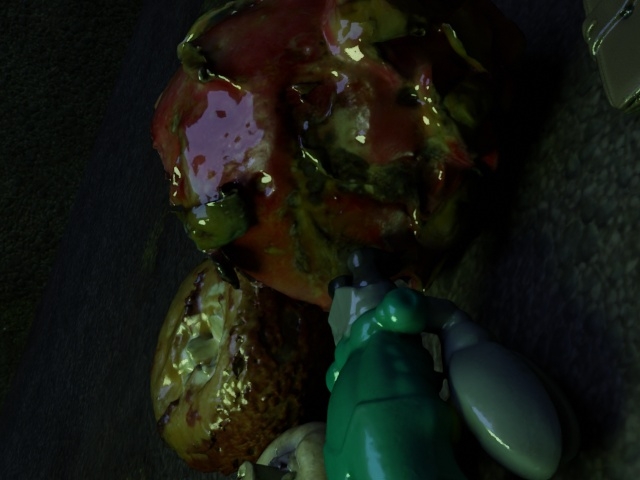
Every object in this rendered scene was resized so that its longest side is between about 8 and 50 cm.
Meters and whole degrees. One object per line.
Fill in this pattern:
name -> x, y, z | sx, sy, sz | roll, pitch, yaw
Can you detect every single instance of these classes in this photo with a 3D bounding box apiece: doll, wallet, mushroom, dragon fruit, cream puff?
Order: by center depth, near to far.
doll -> 0.079, 0.118, 0.707 | 0.195, 0.153, 0.258 | 145, 132, -61
wallet -> 0.242, -0.172, 0.741 | 0.118, 0.039, 0.152 | -44, 34, 40
mushroom -> -0.018, 0.233, 0.850 | 0.166, 0.127, 0.166 | -159, 90, -74
dragon fruit -> 0.029, -0.133, 0.863 | 0.263, 0.296, 0.314 | -49, 38, 32
cream puff -> -0.072, 0.119, 1.019 | 0.240, 0.164, 0.240 | -24, 57, 45

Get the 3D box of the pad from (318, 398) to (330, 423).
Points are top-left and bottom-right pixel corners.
pad -> 0.008, 0.161, 1.010 | 0.193, 0.004, 0.116 | 11, 80, 67
